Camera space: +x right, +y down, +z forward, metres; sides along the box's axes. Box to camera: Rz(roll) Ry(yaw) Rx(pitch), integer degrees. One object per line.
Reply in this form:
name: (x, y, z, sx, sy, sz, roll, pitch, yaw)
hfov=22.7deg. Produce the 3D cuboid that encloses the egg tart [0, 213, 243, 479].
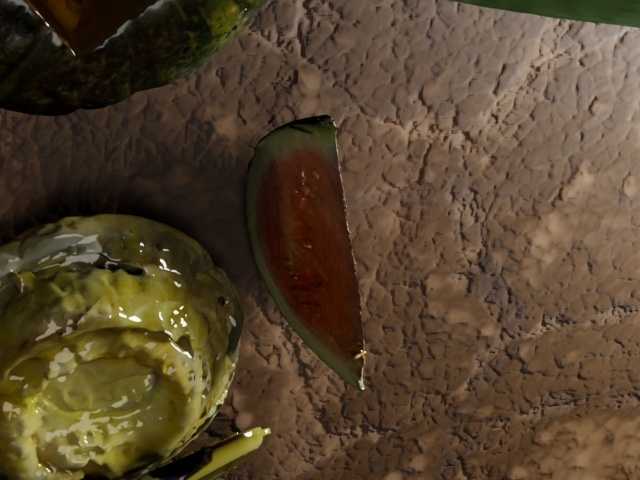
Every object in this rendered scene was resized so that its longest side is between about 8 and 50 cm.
egg tart: (-0.182, 0.107, 1.247, 0.278, 0.095, 0.279, -11, 125, -16)

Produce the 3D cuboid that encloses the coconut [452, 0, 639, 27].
coconut: (0.181, -0.286, 1.057, 0.328, 0.281, 0.329, -11, 114, -27)

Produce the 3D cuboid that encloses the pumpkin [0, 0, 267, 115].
pumpkin: (-0.161, -0.231, 1.013, 0.320, 0.192, 0.320, -8, 121, -14)

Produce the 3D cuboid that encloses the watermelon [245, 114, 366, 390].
watermelon: (-0.004, 0.002, 1.242, 0.063, 0.119, 0.245, -19, 123, -23)

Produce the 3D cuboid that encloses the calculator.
calculator: (-0.144, 0.208, 1.293, 0.236, 0.157, 0.033, -25, 79, -13)
